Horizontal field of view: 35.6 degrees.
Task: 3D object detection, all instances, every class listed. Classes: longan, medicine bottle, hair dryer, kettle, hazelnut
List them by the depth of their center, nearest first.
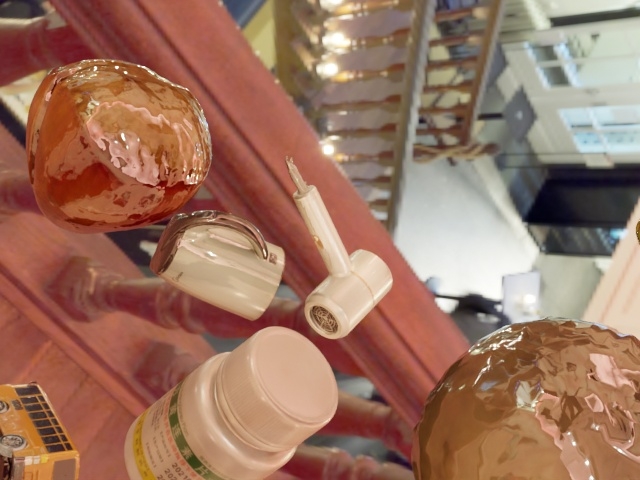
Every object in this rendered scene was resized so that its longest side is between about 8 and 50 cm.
[{"bbox_3d":[-0.226,-0.087,1.073,0.208,0.208,0.208,-4,95,-44],"label":"hazelnut"},{"bbox_3d":[0.308,0.279,1.280,0.391,0.391,0.391,-4,95,-44],"label":"longan"},{"bbox_3d":[-0.145,0.295,1.609,0.208,0.340,0.208,30,38,-27],"label":"medicine bottle"},{"bbox_3d":[0.000,0.000,1.900,0.173,0.107,0.357,-43,115,-39],"label":"hair dryer"},{"bbox_3d":[-0.196,0.029,1.970,0.236,0.221,0.161,24,47,-20],"label":"kettle"}]

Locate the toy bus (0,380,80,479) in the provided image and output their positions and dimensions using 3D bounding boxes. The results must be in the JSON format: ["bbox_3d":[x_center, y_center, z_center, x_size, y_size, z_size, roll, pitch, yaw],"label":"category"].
[{"bbox_3d":[-0.419,0.286,1.411,0.114,0.201,0.098,-1,114,-33],"label":"toy bus"}]

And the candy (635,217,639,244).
[{"bbox_3d":[0.301,-0.054,0.819,0.058,0.062,0.194,-29,138,-27],"label":"candy"}]
